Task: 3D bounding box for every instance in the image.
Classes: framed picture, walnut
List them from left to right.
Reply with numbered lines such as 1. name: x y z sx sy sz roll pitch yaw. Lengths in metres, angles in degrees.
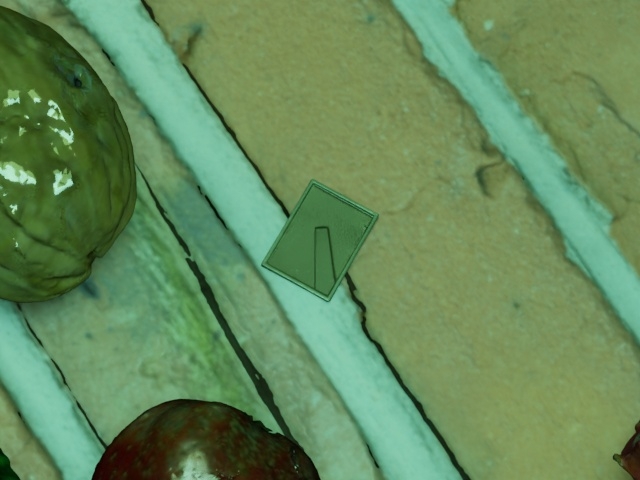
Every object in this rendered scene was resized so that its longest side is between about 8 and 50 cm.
1. walnut: -0.249 -0.072 1.539 0.198 0.198 0.245 -36 78 -16
2. framed picture: 0.000 0.000 1.628 0.066 0.006 0.089 28 71 5

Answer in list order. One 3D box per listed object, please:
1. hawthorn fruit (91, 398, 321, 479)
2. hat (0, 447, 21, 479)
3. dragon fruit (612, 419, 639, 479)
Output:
1. hawthorn fruit: -0.106 0.229 1.453 0.181 0.181 0.235 36 71 8
2. hat: -0.362 0.257 1.395 0.332 0.242 0.274 -39 61 -3
3. dragon fruit: 0.391 0.160 1.464 0.305 0.305 0.225 -34 84 -15
